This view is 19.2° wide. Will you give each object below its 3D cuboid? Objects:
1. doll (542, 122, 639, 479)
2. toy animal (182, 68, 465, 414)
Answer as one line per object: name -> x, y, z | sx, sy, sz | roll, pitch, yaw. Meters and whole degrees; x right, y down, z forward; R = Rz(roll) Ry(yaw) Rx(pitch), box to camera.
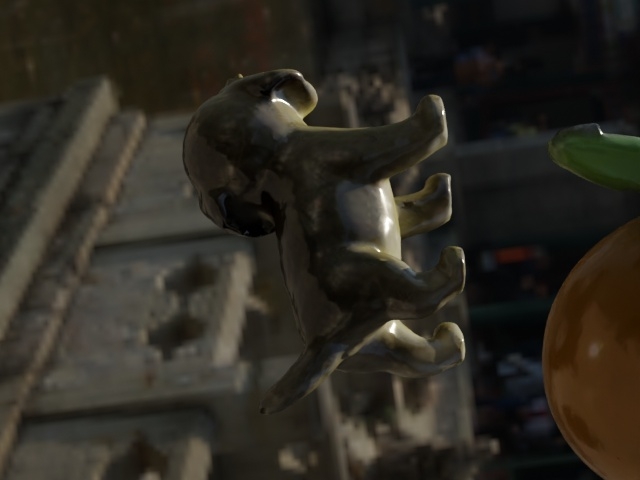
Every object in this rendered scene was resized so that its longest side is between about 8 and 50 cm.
doll -> 0.237, 0.043, 1.128 | 0.213, 0.213, 0.236 | -78, 166, -72
toy animal -> 0.011, -0.011, 1.218 | 0.121, 0.169, 0.233 | 83, -11, -59
